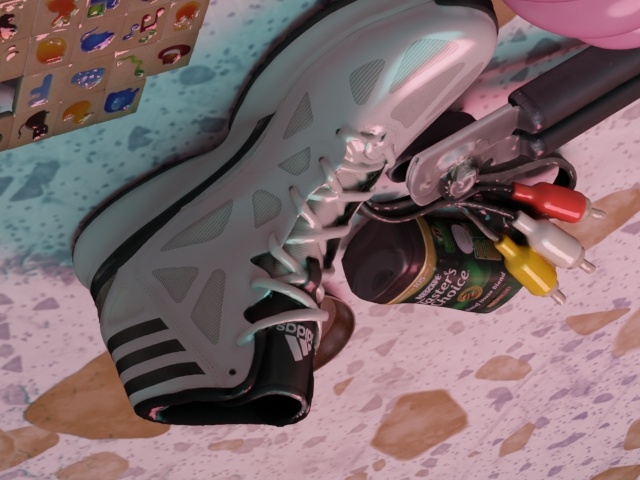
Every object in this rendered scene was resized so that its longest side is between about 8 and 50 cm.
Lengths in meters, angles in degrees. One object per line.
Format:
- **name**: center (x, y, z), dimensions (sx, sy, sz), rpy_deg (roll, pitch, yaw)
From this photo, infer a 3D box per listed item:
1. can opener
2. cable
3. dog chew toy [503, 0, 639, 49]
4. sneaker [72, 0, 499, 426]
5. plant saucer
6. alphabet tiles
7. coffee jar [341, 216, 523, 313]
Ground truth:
- **can opener**: center (0.183, -0.126, 1.303), dimensions (0.283, 0.095, 0.076), rpy_deg (-31, 147, -13)
- **cable**: center (0.160, -0.041, 1.375), dimensions (0.287, 0.072, 0.139), rpy_deg (22, 92, -36)
- **dog chew toy**: center (0.193, -0.240, 1.036), dimensions (0.206, 0.206, 0.332), rpy_deg (-33, 153, 14)
- **sneaker**: center (0.000, 0.001, 1.186), dimensions (0.447, 0.257, 0.169), rpy_deg (-39, 143, 21)
- **plant saucer**: center (-0.046, 0.098, 1.499), dimensions (0.168, 0.029, 0.168), rpy_deg (-15, 146, -11)
- **alphabet tiles**: center (-0.179, -0.143, 1.043), dimensions (0.237, 0.009, 0.198), rpy_deg (-22, 152, -36)
- **coffee jar**: center (0.115, 0.022, 1.444), dimensions (0.184, 0.079, 0.096), rpy_deg (7, 141, -37)
